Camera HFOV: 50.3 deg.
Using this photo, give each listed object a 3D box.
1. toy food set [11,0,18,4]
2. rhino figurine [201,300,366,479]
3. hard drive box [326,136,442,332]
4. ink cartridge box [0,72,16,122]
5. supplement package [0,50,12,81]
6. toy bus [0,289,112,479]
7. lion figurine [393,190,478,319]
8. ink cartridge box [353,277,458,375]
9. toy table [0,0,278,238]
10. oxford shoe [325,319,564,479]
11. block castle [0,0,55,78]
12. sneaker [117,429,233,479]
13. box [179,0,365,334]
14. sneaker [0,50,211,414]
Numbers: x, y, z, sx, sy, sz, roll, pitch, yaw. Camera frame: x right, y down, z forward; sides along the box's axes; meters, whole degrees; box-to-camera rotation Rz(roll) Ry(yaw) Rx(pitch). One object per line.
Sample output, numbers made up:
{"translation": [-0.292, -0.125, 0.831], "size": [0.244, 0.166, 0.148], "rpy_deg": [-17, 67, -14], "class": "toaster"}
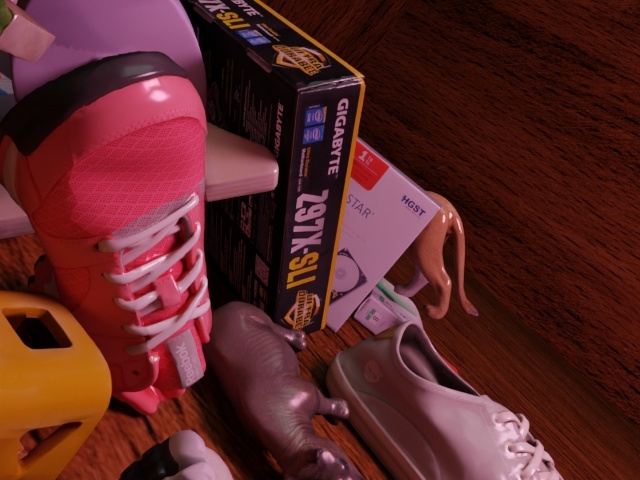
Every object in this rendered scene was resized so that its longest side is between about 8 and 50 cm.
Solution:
{"translation": [-0.456, -0.287, 0.664], "size": [0.306, 0.092, 0.219], "rpy_deg": [13, 13, -1], "class": "toy food set"}
{"translation": [-0.032, 0.141, 0.581], "size": [0.106, 0.073, 0.243], "rpy_deg": [32, 14, -45], "class": "rhino figurine"}
{"translation": [0.032, -0.017, 0.985], "size": [0.181, 0.232, 0.089], "rpy_deg": [39, 11, 6], "class": "hard drive box"}
{"translation": [-0.410, -0.183, 0.693], "size": [0.181, 0.061, 0.104], "rpy_deg": [37, 11, -5], "class": "ink cartridge box"}
{"translation": [-0.301, -0.199, 0.910], "size": [0.139, 0.133, 0.244], "rpy_deg": [43, 12, 21], "class": "supplement package"}
{"translation": [-0.192, 0.067, 0.295], "size": [0.191, 0.104, 0.202], "rpy_deg": [34, 12, -21], "class": "toy bus"}
{"translation": [0.091, -0.040, 1.087], "size": [0.393, 0.240, 0.142], "rpy_deg": [17, 10, 11], "class": "lion figurine"}
{"translation": [0.163, 0.160, 1.160], "size": [0.225, 0.056, 0.181], "rpy_deg": [37, 12, 2], "class": "ink cartridge box"}
{"translation": [-0.180, -0.093, 0.617], "size": [0.274, 0.252, 0.160], "rpy_deg": [80, -10, -57], "class": "toy table"}
{"translation": [0.184, 0.249, 0.695], "size": [0.449, 0.130, 0.169], "rpy_deg": [46, 12, 28], "class": "oxford shoe"}
{"translation": [-0.285, -0.253, 0.392], "size": [0.303, 0.453, 0.213], "rpy_deg": [40, 4, 3], "class": "block castle"}
{"translation": [-0.045, 0.204, 0.246], "size": [0.118, 0.110, 0.292], "rpy_deg": [42, 18, -33], "class": "sneaker"}
{"translation": [-0.074, -0.081, 0.751], "size": [0.079, 0.321, 0.257], "rpy_deg": [-16, 44, -28], "class": "box"}
{"translation": [-0.103, 0.018, 0.416], "size": [0.136, 0.116, 0.314], "rpy_deg": [53, -29, 14], "class": "sneaker"}
